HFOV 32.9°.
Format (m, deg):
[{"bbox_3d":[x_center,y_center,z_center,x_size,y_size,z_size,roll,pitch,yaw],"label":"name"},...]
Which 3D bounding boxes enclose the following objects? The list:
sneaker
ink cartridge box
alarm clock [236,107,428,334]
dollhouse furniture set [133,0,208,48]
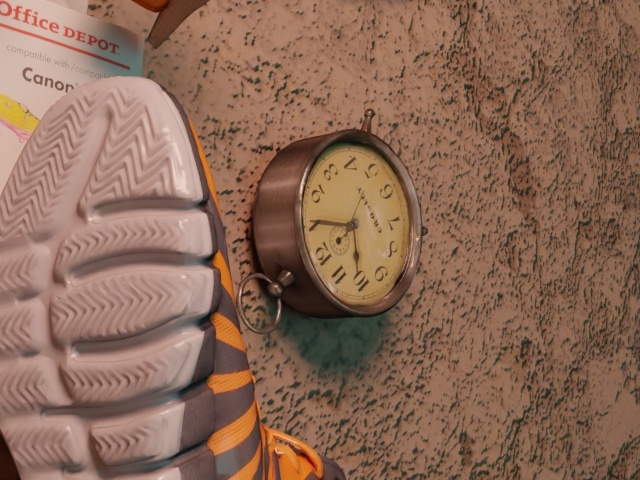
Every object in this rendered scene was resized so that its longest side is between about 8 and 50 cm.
[{"bbox_3d":[-0.069,0.085,0.555,0.180,0.125,0.321,7,80,-65],"label":"sneaker"},{"bbox_3d":[-0.161,-0.065,0.577,0.115,0.067,0.198,12,76,-45],"label":"ink cartridge box"},{"bbox_3d":[0.000,0.000,0.745,0.192,0.064,0.129,-45,117,-43],"label":"alarm clock"},{"bbox_3d":[-0.150,-0.257,0.564,0.262,0.135,0.259,28,67,-21],"label":"dollhouse furniture set"}]
